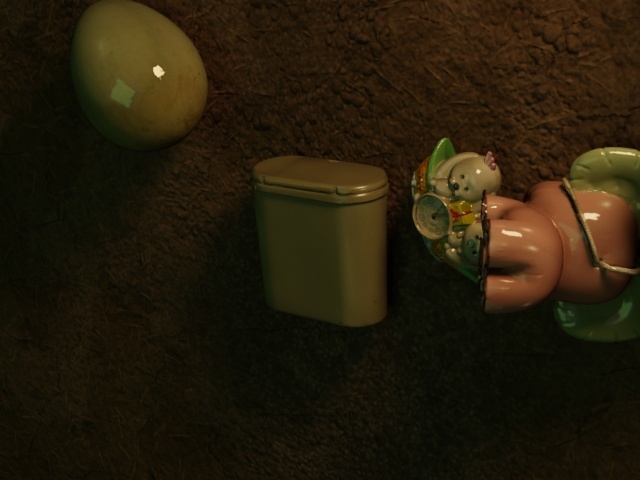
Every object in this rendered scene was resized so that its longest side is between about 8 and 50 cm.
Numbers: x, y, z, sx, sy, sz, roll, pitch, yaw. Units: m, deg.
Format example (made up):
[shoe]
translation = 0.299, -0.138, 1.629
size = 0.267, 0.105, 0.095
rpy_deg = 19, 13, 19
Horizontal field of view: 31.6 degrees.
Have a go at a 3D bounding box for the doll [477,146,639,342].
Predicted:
[doll]
translation = 0.350, 0.015, 1.539
size = 0.268, 0.216, 0.284
rpy_deg = 1, 112, 5

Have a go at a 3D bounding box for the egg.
[egg]
translation = -0.315, -0.285, 1.908
size = 0.295, 0.218, 0.218
rpy_deg = 54, 129, 22

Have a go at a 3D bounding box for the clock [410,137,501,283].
[clock]
translation = 0.218, -0.042, 1.686
size = 0.144, 0.103, 0.231
rpy_deg = -10, 100, 46

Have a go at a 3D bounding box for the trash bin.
[trash bin]
translation = 0.000, 0.000, 1.849
size = 0.243, 0.121, 0.247
rpy_deg = 12, 115, 32
